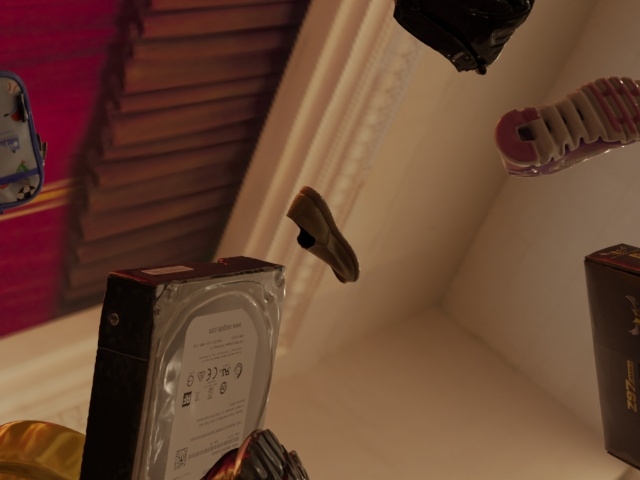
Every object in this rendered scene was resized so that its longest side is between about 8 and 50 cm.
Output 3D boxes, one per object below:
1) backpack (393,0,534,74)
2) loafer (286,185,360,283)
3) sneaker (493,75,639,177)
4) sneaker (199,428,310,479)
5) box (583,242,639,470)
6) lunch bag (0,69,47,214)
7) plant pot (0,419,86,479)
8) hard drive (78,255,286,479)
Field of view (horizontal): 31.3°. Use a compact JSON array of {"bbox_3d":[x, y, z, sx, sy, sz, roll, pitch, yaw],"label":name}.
[{"bbox_3d":[0.179,-0.326,1.554,0.152,0.182,0.115,-58,-156,32],"label":"backpack"},{"bbox_3d":[0.000,0.000,1.405,0.148,0.050,0.056,60,-13,-29],"label":"loafer"},{"bbox_3d":[0.333,-0.139,1.492,0.104,0.236,0.095,89,-16,-66],"label":"sneaker"},{"bbox_3d":[-0.053,0.187,0.649,0.107,0.124,0.283,62,-4,14],"label":"sneaker"},{"bbox_3d":[0.353,0.133,1.145,0.183,0.059,0.233,24,-53,62],"label":"box"},{"bbox_3d":[-0.578,-0.135,1.778,0.115,0.303,0.243,19,-59,50],"label":"lunch bag"},{"bbox_3d":[-0.386,0.406,1.485,0.254,0.239,0.254,9,-53,12],"label":"plant pot"},{"bbox_3d":[-0.131,0.190,1.077,0.064,0.237,0.339,13,-82,25],"label":"hard drive"}]
